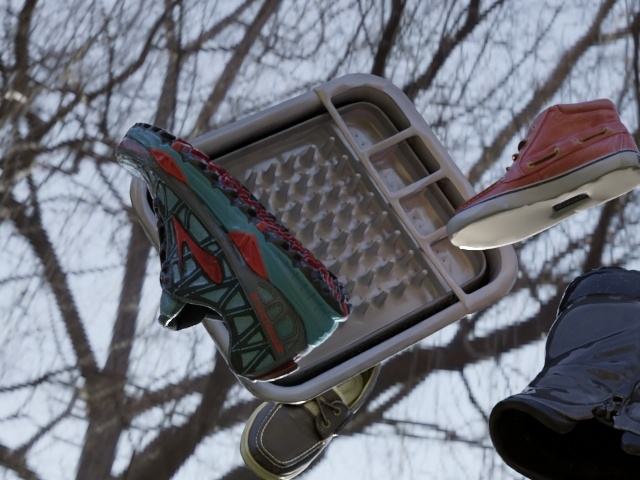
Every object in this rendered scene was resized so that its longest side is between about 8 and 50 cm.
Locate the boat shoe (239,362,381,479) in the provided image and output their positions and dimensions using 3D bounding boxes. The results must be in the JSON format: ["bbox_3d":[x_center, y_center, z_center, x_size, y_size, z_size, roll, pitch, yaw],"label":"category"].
[{"bbox_3d":[-0.006,0.171,1.463,0.080,0.223,0.073,44,-55,7],"label":"boat shoe"}]

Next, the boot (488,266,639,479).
[{"bbox_3d":[0.302,0.122,0.963,0.338,0.223,0.118,2,-65,22],"label":"boot"}]

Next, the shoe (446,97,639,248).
[{"bbox_3d":[0.186,-0.059,1.211,0.178,0.081,0.063,-22,-31,10],"label":"shoe"}]

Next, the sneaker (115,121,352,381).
[{"bbox_3d":[-0.100,0.009,1.110,0.125,0.262,0.104,-48,-32,3],"label":"sneaker"}]

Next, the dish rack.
[{"bbox_3d":[0.000,0.000,1.381,0.285,0.332,0.072,56,-31,15],"label":"dish rack"}]
